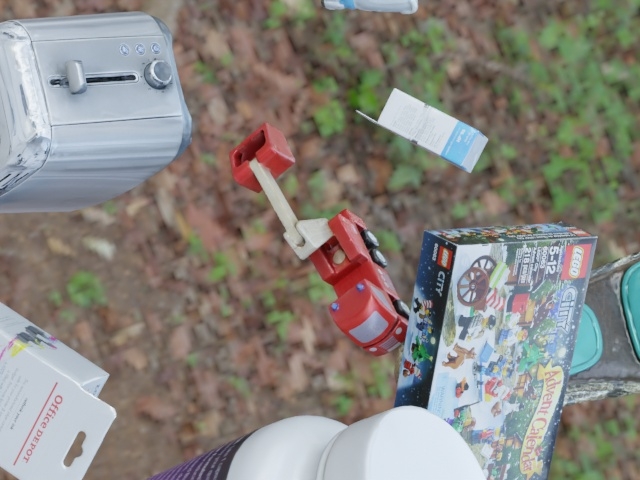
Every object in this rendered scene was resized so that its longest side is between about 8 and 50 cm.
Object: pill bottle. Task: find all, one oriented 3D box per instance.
[{"bbox_3d":[-0.024,0.137,0.710,0.108,0.193,0.108,29,48,-37],"label":"pill bottle"}]

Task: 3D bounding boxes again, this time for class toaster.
[{"bbox_3d":[-0.215,-0.090,1.271,0.146,0.227,0.129,-6,80,-44],"label":"toaster"}]

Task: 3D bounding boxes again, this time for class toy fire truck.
[{"bbox_3d":[0.000,0.000,1.446,0.135,0.047,0.192,34,25,-45],"label":"toy fire truck"}]

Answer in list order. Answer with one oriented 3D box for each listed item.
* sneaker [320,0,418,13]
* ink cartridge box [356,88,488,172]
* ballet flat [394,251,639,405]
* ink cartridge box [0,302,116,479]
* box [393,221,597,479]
[{"bbox_3d":[0.059,-0.242,1.161,0.071,0.082,0.191,-79,-178,-60],"label":"sneaker"},{"bbox_3d":[0.070,-0.079,1.168,0.028,0.083,0.048,-62,167,2],"label":"ink cartridge box"},{"bbox_3d":[0.319,0.106,1.866,0.182,0.482,0.164,70,10,-78],"label":"ballet flat"},{"bbox_3d":[-0.257,0.134,1.457,0.181,0.104,0.061,32,13,12],"label":"ink cartridge box"},{"bbox_3d":[0.141,0.103,1.421,0.159,0.044,0.233,-4,110,-36],"label":"box"}]
